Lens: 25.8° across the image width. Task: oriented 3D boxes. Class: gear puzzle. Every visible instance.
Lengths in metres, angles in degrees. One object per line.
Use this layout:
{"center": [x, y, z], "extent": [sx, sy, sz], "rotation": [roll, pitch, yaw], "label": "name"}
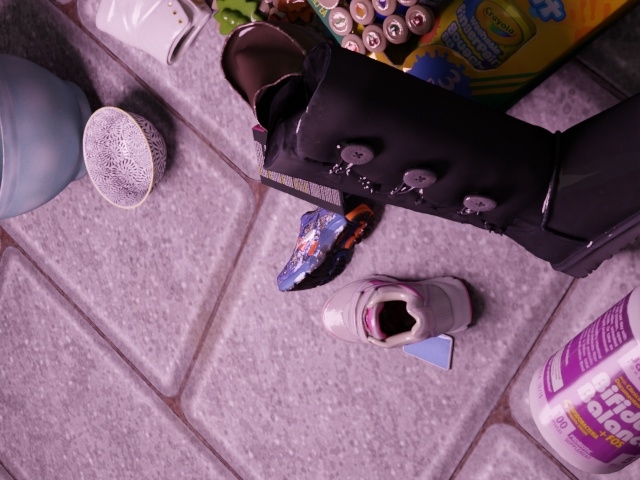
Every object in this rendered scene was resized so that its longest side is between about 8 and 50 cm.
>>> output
{"center": [-0.082, -0.342, 2.005], "extent": [0.339, 0.044, 0.175], "rotation": [31, 124, 16], "label": "gear puzzle"}

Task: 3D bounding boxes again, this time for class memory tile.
{"center": [0.065, -0.286, 1.707], "extent": [0.148, 0.012, 0.113], "rotation": [-17, 100, 43], "label": "memory tile"}

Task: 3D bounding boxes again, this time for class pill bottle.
{"center": [0.405, 0.149, 1.702], "extent": [0.169, 0.169, 0.301], "rotation": [54, 133, 14], "label": "pill bottle"}

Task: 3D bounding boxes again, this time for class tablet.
{"center": [0.157, 0.152, 2.041], "extent": [0.083, 0.006, 0.054], "rotation": [21, 118, 35], "label": "tablet"}

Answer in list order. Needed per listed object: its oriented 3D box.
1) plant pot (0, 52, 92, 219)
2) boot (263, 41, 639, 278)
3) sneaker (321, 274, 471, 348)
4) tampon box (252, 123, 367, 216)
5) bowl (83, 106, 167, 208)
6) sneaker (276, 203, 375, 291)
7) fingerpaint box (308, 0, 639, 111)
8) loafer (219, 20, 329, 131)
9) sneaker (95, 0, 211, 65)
{"center": [-0.505, -0.179, 2.367], "extent": [0.293, 0.196, 0.293], "rotation": [14, 108, 53], "label": "plant pot"}
{"center": [0.194, -0.136, 1.613], "extent": [0.445, 0.146, 0.367], "rotation": [22, 138, -13], "label": "boot"}
{"center": [0.087, 0.102, 2.007], "extent": [0.252, 0.111, 0.103], "rotation": [-11, 91, 43], "label": "sneaker"}
{"center": [0.005, -0.126, 1.984], "extent": [0.161, 0.120, 0.101], "rotation": [23, 136, 34], "label": "tampon box"}
{"center": [-0.306, -0.144, 2.301], "extent": [0.170, 0.080, 0.170], "rotation": [16, 116, 37], "label": "bowl"}
{"center": [0.000, 0.000, 2.091], "extent": [0.221, 0.083, 0.087], "rotation": [-50, 57, 35], "label": "sneaker"}
{"center": [0.150, -0.384, 1.711], "extent": [0.445, 0.163, 0.371], "rotation": [54, 133, 3], "label": "fingerpaint box"}
{"center": [-0.036, -0.205, 1.865], "extent": [0.366, 0.130, 0.133], "rotation": [39, 112, 44], "label": "loafer"}
{"center": [-0.223, -0.411, 2.130], "extent": [0.169, 0.108, 0.292], "rotation": [32, 123, 14], "label": "sneaker"}
